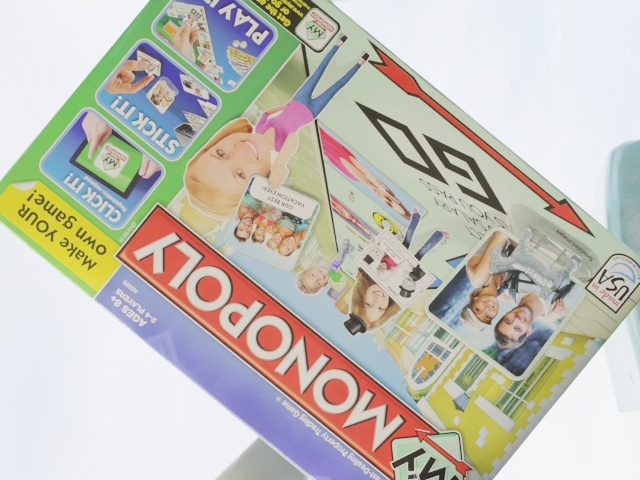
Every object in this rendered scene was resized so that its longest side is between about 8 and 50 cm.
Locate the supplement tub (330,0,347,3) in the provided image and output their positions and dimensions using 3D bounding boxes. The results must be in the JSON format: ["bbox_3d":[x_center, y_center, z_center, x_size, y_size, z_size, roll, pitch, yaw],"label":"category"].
[{"bbox_3d":[0.022,-0.379,1.111,0.199,0.144,0.144,-46,-39,21],"label":"supplement tub"}]

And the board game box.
[{"bbox_3d":[0.000,0.000,0.531,0.317,0.046,0.213,39,-91,0],"label":"board game box"}]

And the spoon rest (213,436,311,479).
[{"bbox_3d":[-0.013,0.183,0.835,0.276,0.084,0.137,-36,-27,-8],"label":"spoon rest"}]

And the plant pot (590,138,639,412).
[{"bbox_3d":[0.392,0.016,0.925,0.247,0.248,0.252,48,-154,-73],"label":"plant pot"}]
